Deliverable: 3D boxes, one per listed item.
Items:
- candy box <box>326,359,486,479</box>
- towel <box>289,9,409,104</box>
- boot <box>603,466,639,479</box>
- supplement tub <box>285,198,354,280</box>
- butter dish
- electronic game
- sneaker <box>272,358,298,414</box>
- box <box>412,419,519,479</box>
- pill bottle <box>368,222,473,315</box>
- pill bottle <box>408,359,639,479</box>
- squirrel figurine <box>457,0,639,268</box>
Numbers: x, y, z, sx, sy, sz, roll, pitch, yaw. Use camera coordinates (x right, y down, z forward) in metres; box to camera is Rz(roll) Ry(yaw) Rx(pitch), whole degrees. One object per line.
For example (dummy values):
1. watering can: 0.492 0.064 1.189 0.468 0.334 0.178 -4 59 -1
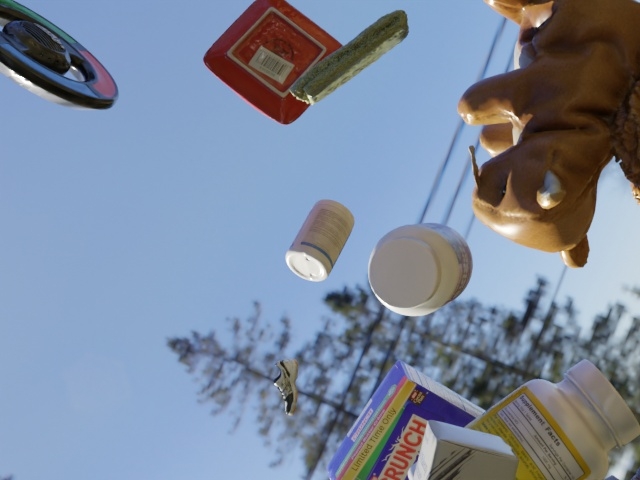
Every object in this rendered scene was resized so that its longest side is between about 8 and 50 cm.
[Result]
1. candy box: 0.216 0.432 2.142 0.268 0.317 0.122 -58 11 7
2. towel: 0.033 -0.199 1.194 0.148 0.027 0.110 -35 -1 5
3. boot: 0.340 0.216 0.991 0.197 0.073 0.152 -47 9 -4
4. supplement tub: 0.000 0.000 1.599 0.071 0.071 0.107 88 -155 -51
5. butter dish: -0.067 -0.240 1.558 0.160 0.160 0.118 -50 -5 -21
6. electronic game: -0.346 -0.235 1.338 0.048 0.229 0.229 -52 -14 15
7. sneaker: -0.053 0.217 1.620 0.032 0.037 0.083 159 111 -81
8. box: 0.131 0.345 1.191 0.113 0.094 0.275 -107 31 -89
9. pill bottle: 0.184 0.053 2.045 0.301 0.169 0.169 -9 -61 -74
10. pill bottle: 0.318 0.337 1.695 0.334 0.188 0.188 -35 -21 -1
11. squirrel figurine: 0.384 -0.155 1.509 0.281 0.397 0.370 64 -144 -51
